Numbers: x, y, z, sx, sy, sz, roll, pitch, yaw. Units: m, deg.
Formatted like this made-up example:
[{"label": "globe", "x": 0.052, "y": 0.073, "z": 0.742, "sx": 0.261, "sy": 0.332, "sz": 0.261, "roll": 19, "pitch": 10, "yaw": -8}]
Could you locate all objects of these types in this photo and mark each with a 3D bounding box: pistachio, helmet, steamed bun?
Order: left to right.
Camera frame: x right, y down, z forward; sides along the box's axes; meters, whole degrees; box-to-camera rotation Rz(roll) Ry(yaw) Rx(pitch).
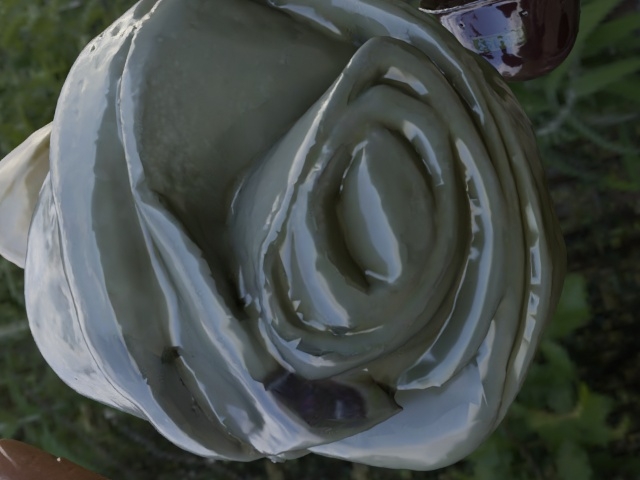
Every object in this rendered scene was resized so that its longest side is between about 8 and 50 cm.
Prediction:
[{"label": "pistachio", "x": -0.225, "y": -0.056, "z": 1.316, "sx": 0.117, "sy": 0.200, "sz": 0.145, "roll": 48, "pitch": 168, "yaw": 12}, {"label": "steamed bun", "x": 0.000, "y": 0.000, "z": 0.934, "sx": 0.255, "sy": 0.367, "sz": 0.343, "roll": -136, "pitch": 59, "yaw": -75}, {"label": "helmet", "x": 0.192, "y": -0.216, "z": 1.480, "sx": 0.155, "sy": 0.175, "sz": 0.106, "roll": -50, "pitch": -48, "yaw": -65}]

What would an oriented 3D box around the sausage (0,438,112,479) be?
[{"label": "sausage", "x": -0.252, "y": 0.309, "z": 1.529, "sx": 0.121, "sy": 0.304, "sz": 0.121, "roll": -49, "pitch": -31, "yaw": -43}]
